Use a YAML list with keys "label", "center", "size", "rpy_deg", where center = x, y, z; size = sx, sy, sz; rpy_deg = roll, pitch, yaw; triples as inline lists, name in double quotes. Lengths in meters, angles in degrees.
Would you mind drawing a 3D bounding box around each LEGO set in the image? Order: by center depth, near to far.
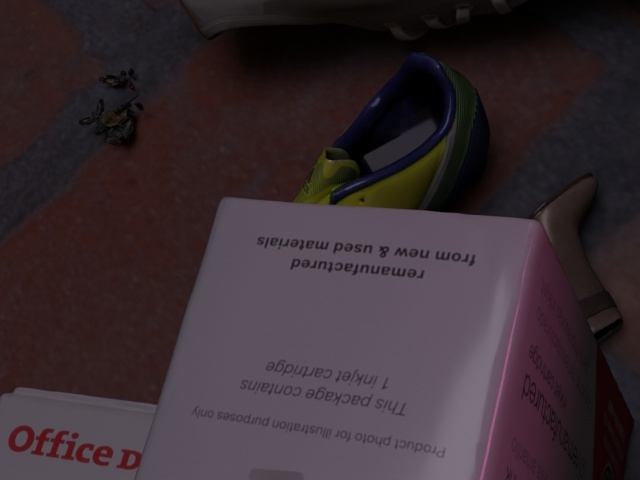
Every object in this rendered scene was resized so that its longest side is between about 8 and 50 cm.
- label: "LEGO set"
  center: [-0.163, -0.103, 0.969]
  size: [0.054, 0.023, 0.083]
  rpy_deg: [2, 51, 22]

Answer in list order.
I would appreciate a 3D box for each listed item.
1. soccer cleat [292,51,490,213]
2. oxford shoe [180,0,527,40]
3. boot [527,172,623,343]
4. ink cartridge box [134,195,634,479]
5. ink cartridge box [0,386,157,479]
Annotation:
- label: "soccer cleat"
  center: [-0.001, -0.001, 0.777]
  size: [0.093, 0.121, 0.289]
  rpy_deg: [34, 81, 33]
- label: "oxford shoe"
  center: [0.090, -0.212, 0.853]
  size: [0.449, 0.130, 0.169]
  rpy_deg: [0, 25, 20]
- label: "boot"
  center: [0.156, 0.023, 0.749]
  size: [0.118, 0.042, 0.087]
  rpy_deg: [-43, 61, -2]
- label: "ink cartridge box"
  center: [0.023, 0.214, 0.556]
  size: [0.160, 0.279, 0.385]
  rpy_deg: [5, 66, 25]
- label: "ink cartridge box"
  center: [-0.122, 0.246, 0.698]
  size: [0.207, 0.117, 0.283]
  rpy_deg: [4, 65, 26]
